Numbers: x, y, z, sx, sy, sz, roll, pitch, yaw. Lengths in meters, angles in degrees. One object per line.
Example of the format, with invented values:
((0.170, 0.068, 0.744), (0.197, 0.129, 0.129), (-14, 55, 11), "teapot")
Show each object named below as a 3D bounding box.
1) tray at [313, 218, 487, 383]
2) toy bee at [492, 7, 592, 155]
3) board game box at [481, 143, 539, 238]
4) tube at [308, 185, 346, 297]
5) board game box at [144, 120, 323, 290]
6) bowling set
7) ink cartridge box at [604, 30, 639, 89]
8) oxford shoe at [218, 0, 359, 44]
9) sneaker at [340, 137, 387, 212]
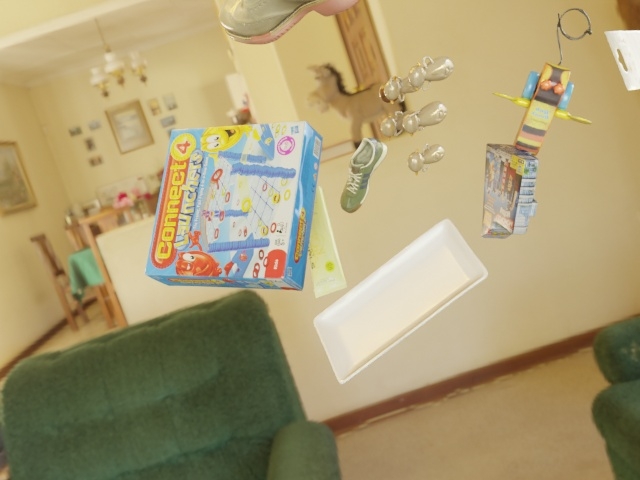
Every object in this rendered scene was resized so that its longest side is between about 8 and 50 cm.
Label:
((0.118, 0.093, 1.142), (0.270, 0.030, 0.145), (-38, 39, 11), "tray")
((0.447, -0.298, 1.537), (0.195, 0.298, 0.162), (0, 26, 19), "toy bee")
((0.381, -0.083, 1.525), (0.060, 0.194, 0.194), (2, 16, -10), "board game box")
((0.000, 0.000, 1.680), (0.062, 0.240, 0.070), (-9, -13, -9), "tube")
((-0.165, -0.066, 1.455), (0.302, 0.308, 0.086), (0, -17, 24), "board game box")
((0.196, -0.313, 1.837), (0.200, 0.287, 0.154), (20, 32, 37), "bowling set")
((0.696, -0.394, 1.693), (0.179, 0.145, 0.045), (-12, -10, -33), "ink cartridge box")
((-0.072, -0.429, 1.231), (0.146, 0.140, 0.397), (29, -20, -33), "oxford shoe")
((0.088, -0.164, 1.829), (0.064, 0.192, 0.086), (29, 3, 30), "sneaker")
